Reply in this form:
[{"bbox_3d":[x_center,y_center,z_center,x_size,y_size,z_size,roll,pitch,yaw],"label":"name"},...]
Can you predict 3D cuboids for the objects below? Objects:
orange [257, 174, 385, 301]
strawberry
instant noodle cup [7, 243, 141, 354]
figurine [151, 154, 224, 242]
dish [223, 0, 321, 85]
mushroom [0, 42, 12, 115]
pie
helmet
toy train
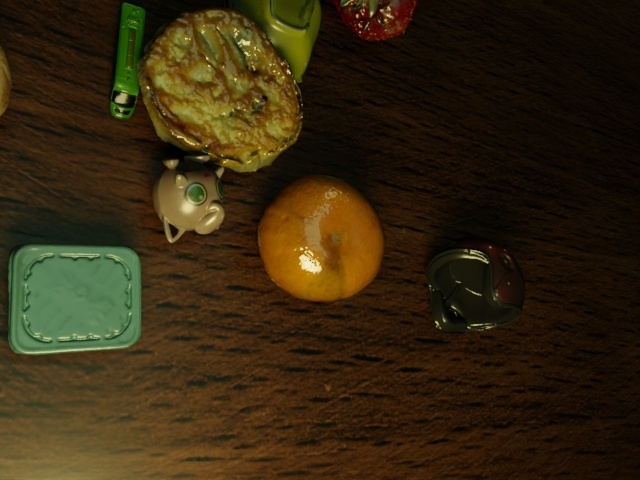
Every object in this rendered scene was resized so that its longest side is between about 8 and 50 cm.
[{"bbox_3d":[0.000,0.000,1.012,0.240,0.171,0.240,5,80,-28],"label":"orange"},{"bbox_3d":[0.133,-0.538,1.275,0.201,0.187,0.184,7,73,-71],"label":"strawberry"},{"bbox_3d":[-0.361,0.087,0.821,0.179,0.070,0.157,3,75,-32],"label":"instant noodle cup"},{"bbox_3d":[-0.217,-0.074,0.930,0.125,0.125,0.138,-13,100,-34],"label":"figurine"},{"bbox_3d":[-0.084,-0.463,1.144,0.221,0.108,0.262,17,67,-26],"label":"dish"},{"bbox_3d":[-0.559,-0.217,0.748,0.278,0.146,0.278,9,74,-36],"label":"mushroom"},{"bbox_3d":[-0.176,-0.275,1.018,0.315,0.092,0.315,3,84,-29],"label":"pie"},{"bbox_3d":[0.327,0.093,1.177,0.216,0.189,0.193,47,47,-6],"label":"helmet"},{"bbox_3d":[-0.338,-0.316,0.978,0.044,0.042,0.209,8,71,-29],"label":"toy train"}]
